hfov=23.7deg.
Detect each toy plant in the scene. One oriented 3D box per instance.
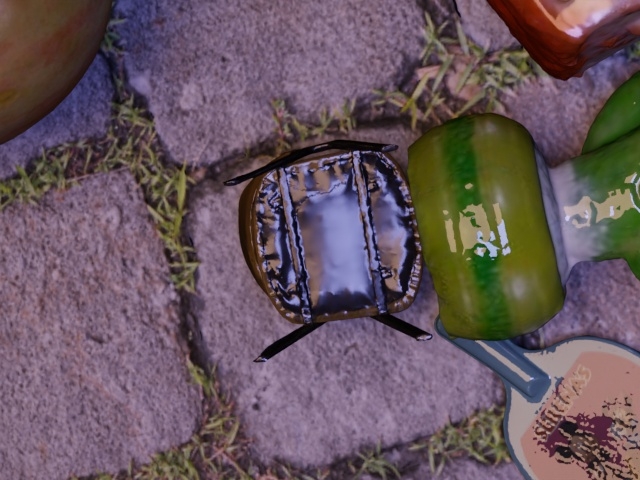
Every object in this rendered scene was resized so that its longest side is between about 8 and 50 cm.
[{"bbox_3d":[0.238,-0.036,1.229,0.316,0.184,0.224,-11,68,10],"label":"toy plant"}]

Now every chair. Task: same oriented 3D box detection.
[{"bbox_3d":[0.000,0.000,1.311,0.172,0.247,0.158,-10,97,5],"label":"chair"}]

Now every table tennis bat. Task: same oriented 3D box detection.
[{"bbox_3d":[0.200,0.133,1.306,0.244,0.040,0.153,39,107,14],"label":"table tennis bat"}]

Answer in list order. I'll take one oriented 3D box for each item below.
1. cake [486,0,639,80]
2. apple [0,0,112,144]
[{"bbox_3d":[0.226,-0.296,1.112,0.319,0.270,0.269,-38,86,11],"label":"cake"},{"bbox_3d":[-0.379,-0.253,1.369,0.347,0.391,0.391,-23,79,-15],"label":"apple"}]
